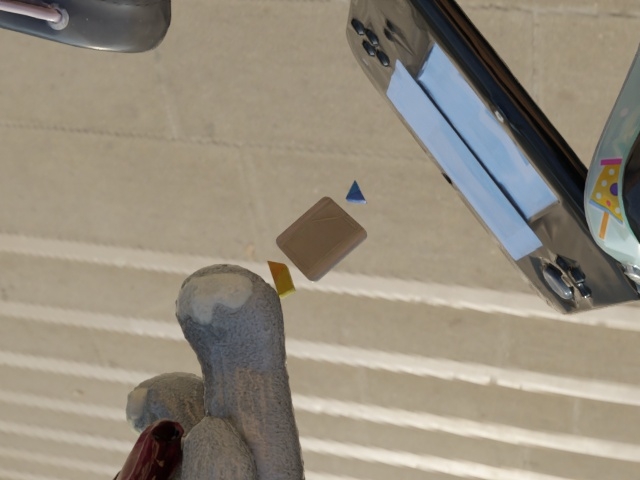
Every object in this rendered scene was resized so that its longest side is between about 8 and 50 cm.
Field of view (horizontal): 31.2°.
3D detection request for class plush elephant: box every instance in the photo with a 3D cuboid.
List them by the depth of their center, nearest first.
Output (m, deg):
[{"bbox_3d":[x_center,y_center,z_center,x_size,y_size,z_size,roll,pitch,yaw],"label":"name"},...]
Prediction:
[{"bbox_3d":[-0.143,0.217,0.733,0.255,0.330,0.272,-10,165,-22],"label":"plush elephant"}]

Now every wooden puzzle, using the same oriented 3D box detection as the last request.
[{"bbox_3d":[0.000,0.000,1.035,0.116,0.078,0.014,-37,133,2],"label":"wooden puzzle"}]

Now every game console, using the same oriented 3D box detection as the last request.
[{"bbox_3d":[0.155,-0.093,1.094,0.060,0.342,0.386,-38,86,-1],"label":"game console"}]

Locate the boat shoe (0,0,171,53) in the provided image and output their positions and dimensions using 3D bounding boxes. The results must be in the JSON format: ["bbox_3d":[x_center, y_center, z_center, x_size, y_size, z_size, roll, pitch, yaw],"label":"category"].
[{"bbox_3d":[-0.219,-0.141,0.522,0.335,0.112,0.095,9,124,20],"label":"boat shoe"}]

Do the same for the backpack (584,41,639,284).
[{"bbox_3d":[0.185,-0.028,0.341,0.188,0.166,0.144,28,167,-21],"label":"backpack"}]
